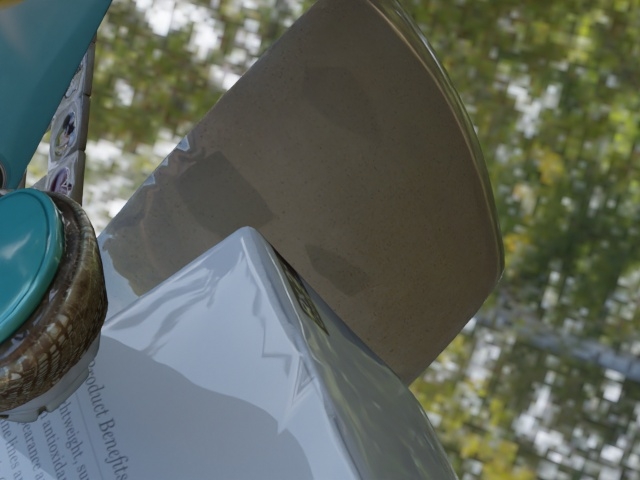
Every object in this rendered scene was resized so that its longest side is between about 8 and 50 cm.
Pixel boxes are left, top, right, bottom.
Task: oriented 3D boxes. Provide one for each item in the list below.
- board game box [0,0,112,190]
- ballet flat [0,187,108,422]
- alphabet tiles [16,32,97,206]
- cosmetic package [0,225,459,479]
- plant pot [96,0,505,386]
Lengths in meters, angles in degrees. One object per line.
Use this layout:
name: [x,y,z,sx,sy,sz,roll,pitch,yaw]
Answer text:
board game box: [-0.232,-0.168,0.919,0.253,0.079,0.336,17,-66,-31]
ballet flat: [-0.104,0.019,0.550,0.073,0.206,0.067,-43,-62,-11]
alphabet tiles: [-0.201,-0.090,1.170,0.009,0.198,0.237,20,-122,-31]
cosmetic package: [-0.041,0.128,0.613,0.183,0.151,0.151,-33,-43,8]
plant pot: [0.000,0.000,1.076,0.284,0.191,0.284,-47,2,2]
